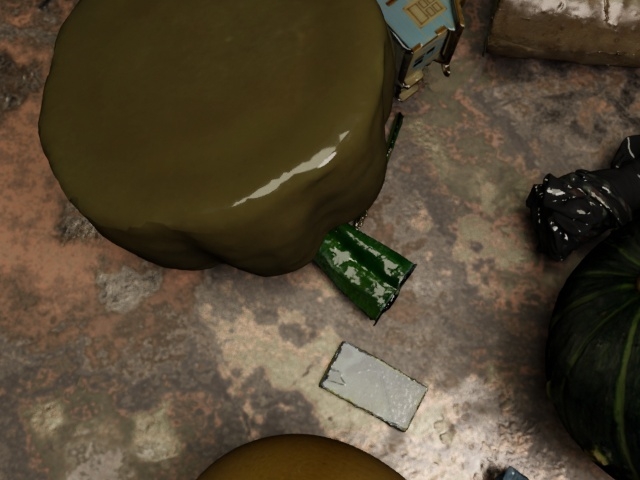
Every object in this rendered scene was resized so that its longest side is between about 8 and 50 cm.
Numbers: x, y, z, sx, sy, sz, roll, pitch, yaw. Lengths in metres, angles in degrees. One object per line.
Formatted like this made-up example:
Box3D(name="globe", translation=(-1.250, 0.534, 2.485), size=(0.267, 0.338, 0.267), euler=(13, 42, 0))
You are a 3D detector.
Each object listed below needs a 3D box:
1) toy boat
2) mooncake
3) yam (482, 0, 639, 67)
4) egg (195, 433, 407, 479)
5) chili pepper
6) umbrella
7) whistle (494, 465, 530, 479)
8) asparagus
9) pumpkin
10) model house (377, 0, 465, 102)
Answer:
Box3D(name="toy boat", translation=(0.061, 0.169, 0.836), size=(0.115, 0.016, 0.063), euler=(29, 77, 5))
Box3D(name="mooncake", translation=(-0.099, -0.143, 0.790), size=(0.379, 0.200, 0.378), euler=(-4, 67, 9))
Box3D(name="yam", translation=(0.323, -0.286, 0.892), size=(0.239, 0.129, 0.127), euler=(5, 78, 1))
Box3D(name="egg", translation=(0.008, 0.326, 0.677), size=(0.323, 0.250, 0.250), euler=(30, 78, 3))
Box3D(name="chili pepper", translation=(0.000, 0.000, 0.856), size=(0.227, 0.059, 0.088), euler=(36, 91, 11))
Box3D(name="umbrella", translation=(0.375, -0.066, 0.855), size=(0.273, 0.122, 0.110), euler=(-21, 111, -10))
Box3D(name="whistle", translation=(0.154, 0.388, 0.763), size=(0.062, 0.062, 0.304), euler=(26, 77, 5))
Box3D(name="asparagus", translation=(0.074, -0.087, 0.899), size=(0.013, 0.016, 0.166), euler=(32, 73, -37))
Box3D(name="pumpkin", translation=(0.379, 0.107, 0.706), size=(0.241, 0.323, 0.323), euler=(46, 79, -18))
Box3D(name="model house", translation=(0.100, -0.329, 0.872), size=(0.206, 0.178, 0.271), euler=(-39, 78, -8))
